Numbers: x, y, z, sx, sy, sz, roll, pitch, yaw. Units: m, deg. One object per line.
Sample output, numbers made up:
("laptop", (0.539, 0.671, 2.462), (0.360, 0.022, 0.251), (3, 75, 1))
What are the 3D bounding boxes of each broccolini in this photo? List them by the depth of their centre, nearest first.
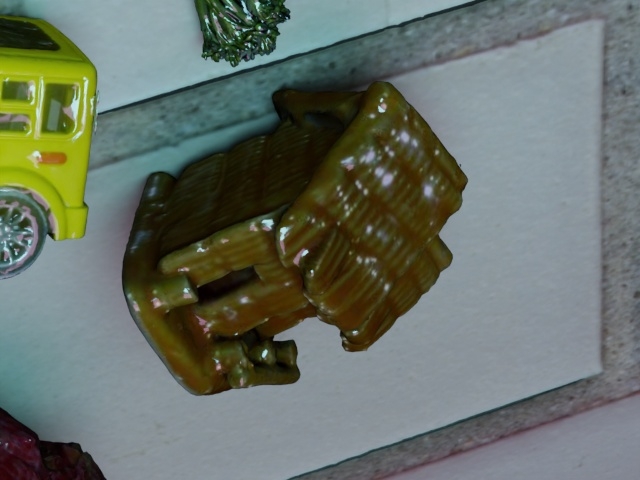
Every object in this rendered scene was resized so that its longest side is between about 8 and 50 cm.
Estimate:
("broccolini", (-0.077, -0.192, 1.209), (0.067, 0.058, 0.216), (-24, 140, 3))

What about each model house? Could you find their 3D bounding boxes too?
("model house", (-0.001, 0.001, 1.338), (0.229, 0.220, 0.199), (-25, 126, 19))

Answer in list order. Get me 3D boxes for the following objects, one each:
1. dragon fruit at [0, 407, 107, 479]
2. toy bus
("dragon fruit", (-0.294, 0.262, 1.393), (0.329, 0.329, 0.329), (-14, 139, -13))
("toy bus", (-0.308, -0.069, 1.155), (0.330, 0.144, 0.152), (1, 113, -28))
